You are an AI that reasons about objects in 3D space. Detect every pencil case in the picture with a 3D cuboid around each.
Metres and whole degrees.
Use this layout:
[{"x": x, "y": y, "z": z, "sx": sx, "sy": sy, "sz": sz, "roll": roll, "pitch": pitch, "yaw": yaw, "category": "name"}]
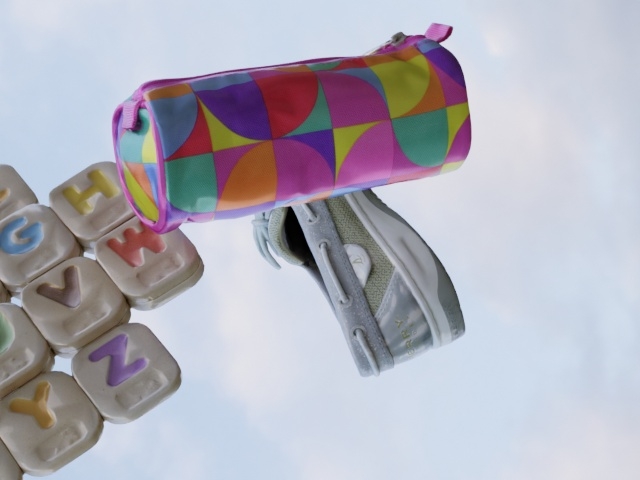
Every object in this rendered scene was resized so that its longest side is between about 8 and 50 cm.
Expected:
[{"x": -0.016, "y": -0.074, "z": 0.952, "sx": 0.236, "sy": 0.104, "sz": 0.104, "roll": -15, "pitch": -102, "yaw": -24, "category": "pencil case"}]

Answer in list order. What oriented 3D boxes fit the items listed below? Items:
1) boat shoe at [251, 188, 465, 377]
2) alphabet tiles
[{"x": 0.001, "y": 0.003, "z": 1.239, "sx": 0.320, "sy": 0.103, "sz": 0.118, "roll": 47, "pitch": 161, "yaw": 46, "category": "boat shoe"}, {"x": -0.223, "y": 0.054, "z": 0.949, "sx": 0.278, "sy": 0.284, "sz": 0.021, "roll": 44, "pitch": 162, "yaw": 42, "category": "alphabet tiles"}]
